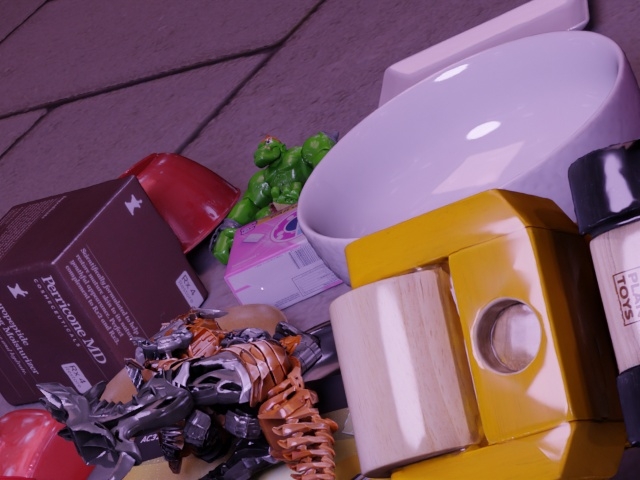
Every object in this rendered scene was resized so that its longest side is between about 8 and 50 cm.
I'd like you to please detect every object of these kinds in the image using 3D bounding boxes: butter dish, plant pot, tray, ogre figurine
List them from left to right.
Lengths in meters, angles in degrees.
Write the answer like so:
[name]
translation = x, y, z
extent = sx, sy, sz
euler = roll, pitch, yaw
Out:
[butter dish]
translation = -0.281, 0.214, 1.802
extent = 0.160, 0.118, 0.160
euler = -4, 54, 47
[plant pot]
translation = -0.128, 0.147, 1.897
extent = 0.236, 0.032, 0.236
euler = -27, 22, 12
[ogre figurine]
translation = -0.040, -0.052, 2.133
extent = 0.197, 0.097, 0.118
euler = -55, 14, 45
[tray]
translation = 0.195, -0.218, 2.260
extent = 0.270, 0.030, 0.145
euler = -23, 24, 18

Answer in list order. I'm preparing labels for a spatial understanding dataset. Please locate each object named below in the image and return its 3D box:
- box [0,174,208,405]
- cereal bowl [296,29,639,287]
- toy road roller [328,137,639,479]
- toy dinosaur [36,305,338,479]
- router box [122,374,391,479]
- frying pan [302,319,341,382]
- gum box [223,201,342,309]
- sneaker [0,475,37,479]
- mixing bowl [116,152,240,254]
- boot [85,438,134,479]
[box]
translation = -0.270, 0.056, 2.088
extent = 0.203, 0.168, 0.167
euler = -12, 28, 40
[cereal bowl]
translation = 0.156, -0.048, 1.802
extent = 0.339, 0.141, 0.339
euler = -27, 22, 12
[toy road roller]
translation = 0.195, 0.071, 1.373
extent = 0.329, 0.202, 0.240
euler = -20, -16, 31
[toy dinosaur]
translation = -0.082, 0.129, 1.470
extent = 0.218, 0.164, 0.322
euler = -29, 5, -18
[router box]
translation = -0.046, 0.227, 1.513
extent = 0.309, 0.081, 0.243
euler = -14, 37, 35
[frying pan]
translation = 0.059, 0.128, 1.669
extent = 0.326, 0.053, 0.197
euler = -9, 35, 34
[gum box]
translation = 0.000, 0.000, 2.003
extent = 0.188, 0.062, 0.107
euler = -24, 23, 17
[sneaker]
translation = -0.305, 0.290, 1.669
extent = 0.221, 0.128, 0.087
euler = -37, -14, -39
[mixing bowl]
translation = -0.192, -0.037, 2.237
extent = 0.181, 0.098, 0.181
euler = -36, 15, 11
[boot]
translation = -0.217, 0.242, 1.640
extent = 0.208, 0.189, 0.076
euler = -56, 8, -34
